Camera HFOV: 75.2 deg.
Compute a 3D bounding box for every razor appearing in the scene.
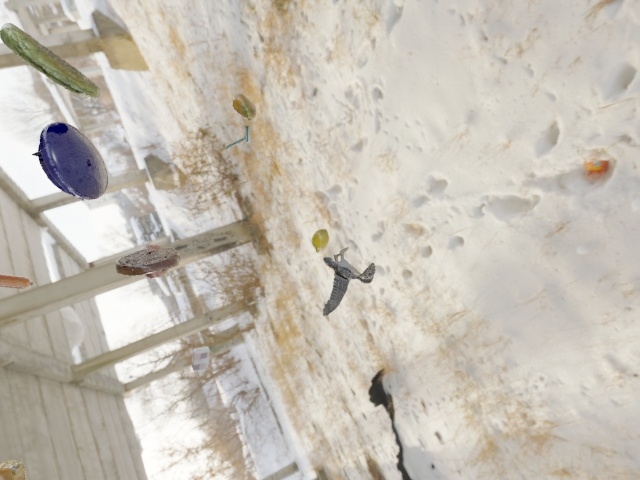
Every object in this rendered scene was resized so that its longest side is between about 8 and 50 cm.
[{"bbox_3d":[-0.387,-0.470,1.963,0.211,0.035,0.084,-12,78,49],"label":"razor"}]

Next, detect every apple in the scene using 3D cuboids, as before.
[{"bbox_3d":[-0.739,0.092,1.851,0.153,0.119,0.154,33,131,47],"label":"apple"}]

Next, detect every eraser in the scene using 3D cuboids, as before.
[{"bbox_3d":[-0.496,0.491,1.720,0.026,0.064,0.105,44,127,49],"label":"eraser"}]

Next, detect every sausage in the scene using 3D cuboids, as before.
[{"bbox_3d":[-1.385,0.160,1.720,0.347,0.053,0.053,21,-148,-54],"label":"sausage"}]

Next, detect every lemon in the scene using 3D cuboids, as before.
[{"bbox_3d":[0.000,0.000,1.505,0.065,0.065,0.093,31,102,62],"label":"lemon"}]

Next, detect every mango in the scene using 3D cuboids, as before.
[{"bbox_3d":[-0.331,-0.587,1.839,0.165,0.089,0.115,45,-177,30],"label":"mango"}]

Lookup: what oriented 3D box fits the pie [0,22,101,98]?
[{"bbox_3d":[-0.867,-0.574,1.354,0.323,0.071,0.323,38,-176,-3],"label":"pie"}]

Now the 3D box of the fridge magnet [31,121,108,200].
[{"bbox_3d":[-0.805,-0.255,1.357,0.265,0.112,0.266,-18,-90,-81],"label":"fridge magnet"}]

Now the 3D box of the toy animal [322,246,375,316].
[{"bbox_3d":[0.105,0.099,1.358,0.272,0.197,0.160,-41,75,41],"label":"toy animal"}]

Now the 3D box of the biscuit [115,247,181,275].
[{"bbox_3d":[-0.527,0.067,1.280,0.192,0.191,0.050,-149,49,-61],"label":"biscuit"}]

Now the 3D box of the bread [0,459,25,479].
[{"bbox_3d":[-1.111,0.813,1.351,0.107,0.240,0.137,125,137,-74],"label":"bread"}]
